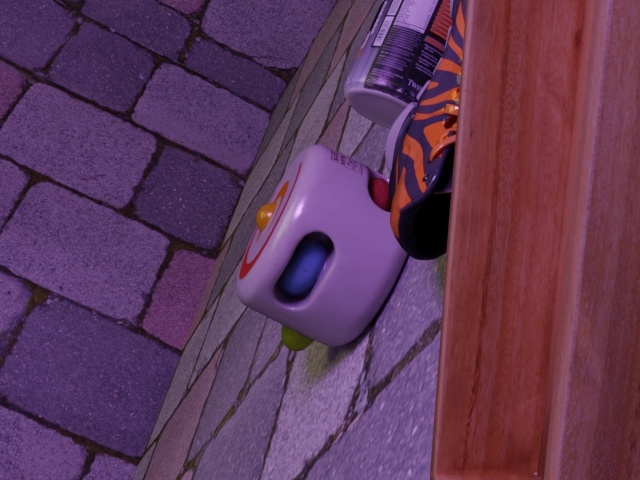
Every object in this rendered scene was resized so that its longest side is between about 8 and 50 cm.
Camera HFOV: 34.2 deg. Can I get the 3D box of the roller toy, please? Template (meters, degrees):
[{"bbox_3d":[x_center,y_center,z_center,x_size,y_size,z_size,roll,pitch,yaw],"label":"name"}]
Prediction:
[{"bbox_3d":[0.000,0.000,1.103,0.209,0.146,0.191,-67,11,-23],"label":"roller toy"}]

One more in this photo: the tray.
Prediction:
[{"bbox_3d":[0.109,-0.040,0.418,0.203,0.076,0.410,-107,18,-75],"label":"tray"}]

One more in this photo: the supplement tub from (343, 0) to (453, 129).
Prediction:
[{"bbox_3d":[0.112,-0.226,1.185,0.190,0.117,0.117,-65,10,-12],"label":"supplement tub"}]

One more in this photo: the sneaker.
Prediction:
[{"bbox_3d":[0.144,-0.111,0.799,0.180,0.125,0.321,-86,13,-53],"label":"sneaker"}]
